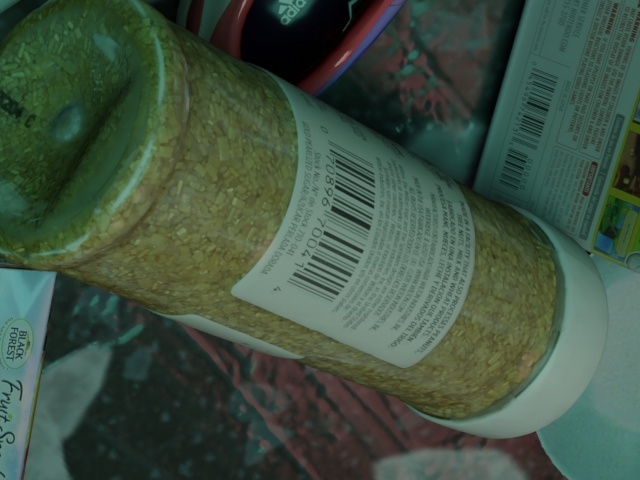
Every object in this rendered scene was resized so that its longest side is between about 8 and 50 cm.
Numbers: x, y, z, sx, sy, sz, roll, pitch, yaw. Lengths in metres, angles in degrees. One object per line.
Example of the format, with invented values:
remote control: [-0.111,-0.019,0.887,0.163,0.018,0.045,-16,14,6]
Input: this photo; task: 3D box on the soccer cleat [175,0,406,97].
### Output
soccer cleat: [0.046,-0.190,0.882,0.109,0.116,0.318,34,100,-22]

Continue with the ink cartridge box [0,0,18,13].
ink cartridge box: [-0.141,-0.238,0.822,0.273,0.115,0.198,-35,114,2]

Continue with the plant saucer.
plant saucer: [0.209,0.066,1.060,0.195,0.037,0.195,-5,111,-12]

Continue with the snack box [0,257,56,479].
snack box: [-0.177,0.053,0.873,0.070,0.207,0.174,7,109,-16]

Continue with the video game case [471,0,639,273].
video game case: [0.195,-0.090,0.927,0.026,0.206,0.227,-9,119,-54]

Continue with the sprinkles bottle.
sprinkles bottle: [0.000,0.000,0.839,0.355,0.121,0.121,25,104,-48]
